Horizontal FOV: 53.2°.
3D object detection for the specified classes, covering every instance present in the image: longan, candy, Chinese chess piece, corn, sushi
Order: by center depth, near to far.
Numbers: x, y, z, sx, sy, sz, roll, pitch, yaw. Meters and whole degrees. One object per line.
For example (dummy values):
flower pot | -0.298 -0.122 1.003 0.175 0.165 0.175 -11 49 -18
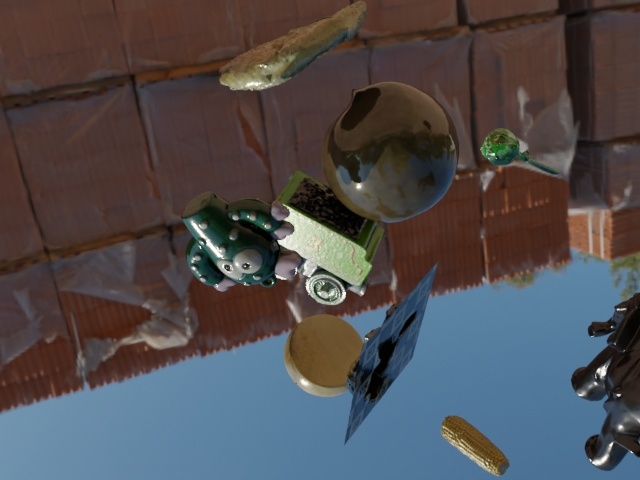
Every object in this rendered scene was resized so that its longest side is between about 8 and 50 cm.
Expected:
longan | 0.147 -0.189 1.374 0.318 0.319 0.319 -7 -167 2
sushi | 0.144 0.255 1.525 0.064 0.343 0.359 27 -138 24
candy | 0.562 -0.228 1.755 0.323 0.097 0.097 14 177 -38
Chinese chess piece | 0.013 0.348 1.932 0.250 0.251 0.097 -13 152 -22
corn | 0.487 0.648 2.034 0.091 0.091 0.260 -42 -141 -14

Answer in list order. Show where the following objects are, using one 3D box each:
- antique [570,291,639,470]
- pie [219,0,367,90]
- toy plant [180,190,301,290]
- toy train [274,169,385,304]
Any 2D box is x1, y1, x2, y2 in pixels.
antique | 0.610 0.251 1.204 0.185 0.255 0.322 9 -127 -1
pie | -0.054 -0.393 1.321 0.339 0.077 0.339 -22 -160 8
toy plant | -0.157 0.010 1.237 0.232 0.243 0.113 -2 -139 11
toy train | 0.000 0.000 1.519 0.307 0.249 0.173 29 -137 0
